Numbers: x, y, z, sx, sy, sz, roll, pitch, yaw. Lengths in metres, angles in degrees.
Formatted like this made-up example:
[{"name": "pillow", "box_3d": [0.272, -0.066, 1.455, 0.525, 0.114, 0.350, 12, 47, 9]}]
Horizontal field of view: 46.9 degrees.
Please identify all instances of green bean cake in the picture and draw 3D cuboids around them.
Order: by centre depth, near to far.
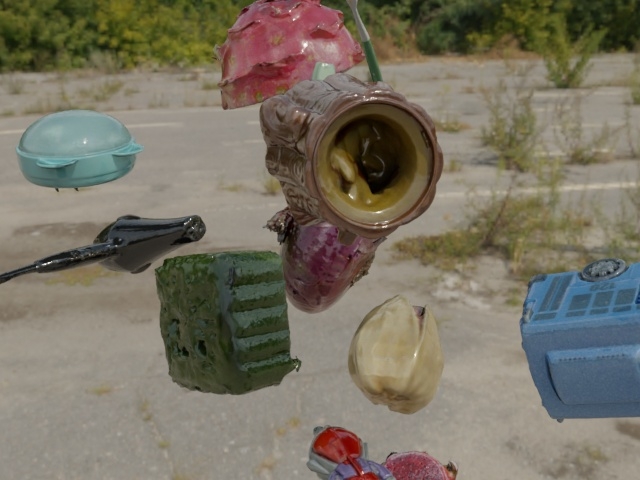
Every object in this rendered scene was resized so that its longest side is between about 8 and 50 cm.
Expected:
[{"name": "green bean cake", "box_3d": [-0.179, 0.145, 1.334, 0.156, 0.250, 0.246, -4, 0, -42]}]

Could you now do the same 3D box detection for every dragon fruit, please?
[{"name": "dragon fruit", "box_3d": [0.220, 0.580, 1.672, 0.210, 0.147, 0.282, -5, 41, -14]}, {"name": "dragon fruit", "box_3d": [-0.096, -0.472, 1.818, 0.386, 0.249, 0.371, -17, 15, 11]}]

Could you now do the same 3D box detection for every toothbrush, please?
[{"name": "toothbrush", "box_3d": [0.074, -0.297, 1.144, 0.018, 0.257, 0.024, 12, 61, 26]}]

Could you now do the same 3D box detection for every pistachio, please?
[{"name": "pistachio", "box_3d": [0.123, 0.173, 1.171, 0.157, 0.157, 0.229, 2, 29, 11]}]

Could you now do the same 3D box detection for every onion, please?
[{"name": "onion", "box_3d": [0.000, 0.000, 1.802, 0.285, 0.348, 0.347, 29, 22, 4]}]

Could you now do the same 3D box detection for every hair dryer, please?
[{"name": "hair dryer", "box_3d": [-0.414, 0.029, 1.355, 0.303, 0.120, 0.359, -7, 8, 42]}]

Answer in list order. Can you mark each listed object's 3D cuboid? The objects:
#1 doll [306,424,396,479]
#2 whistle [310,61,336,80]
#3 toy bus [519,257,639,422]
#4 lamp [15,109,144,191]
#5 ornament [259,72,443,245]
[{"name": "doll", "box_3d": [0.034, 0.330, 1.108, 0.102, 0.075, 0.227, -10, 13, -22]}, {"name": "whistle", "box_3d": [-0.004, -0.199, 1.358, 0.105, 0.253, 0.101, 7, 5, 35]}, {"name": "toy bus", "box_3d": [0.295, 0.083, 0.644, 0.233, 0.116, 0.133, -12, 20, 34]}, {"name": "lamp", "box_3d": [-0.458, -0.167, 1.370, 0.209, 0.147, 0.284, -13, 6, -31]}, {"name": "ornament", "box_3d": [0.037, -0.116, 0.957, 0.221, 0.235, 0.217, 36, 1, -19]}]
